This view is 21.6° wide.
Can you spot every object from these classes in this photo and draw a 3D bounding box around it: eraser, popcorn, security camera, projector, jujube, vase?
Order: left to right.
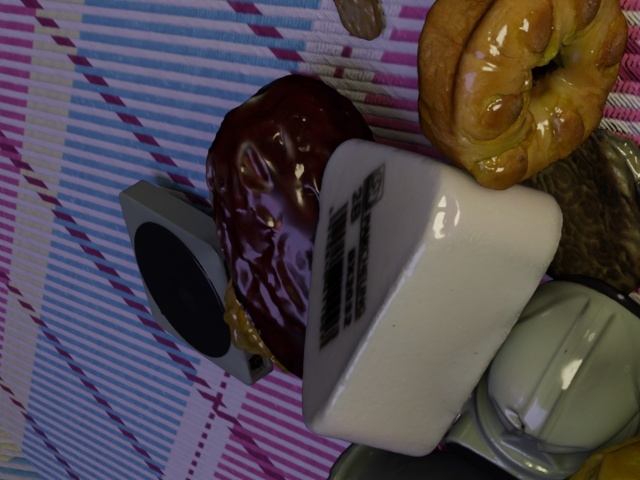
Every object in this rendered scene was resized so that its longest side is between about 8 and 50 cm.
[{"bbox_3d":[-0.179,0.057,2.477,0.259,0.079,0.257,28,140,43],"label":"projector"},{"bbox_3d":[-0.054,0.098,2.259,0.170,0.180,0.180,-41,80,23],"label":"popcorn"},{"bbox_3d":[0.000,0.000,1.958,0.258,0.258,0.377,-6,117,60],"label":"jujube"},{"bbox_3d":[0.090,0.016,1.721,0.149,0.331,0.331,16,158,-17],"label":"eraser"},{"bbox_3d":[0.173,0.351,2.074,0.291,0.245,0.245,-7,113,53],"label":"vase"},{"bbox_3d":[0.247,0.146,1.701,0.197,0.191,0.277,33,162,15],"label":"security camera"}]

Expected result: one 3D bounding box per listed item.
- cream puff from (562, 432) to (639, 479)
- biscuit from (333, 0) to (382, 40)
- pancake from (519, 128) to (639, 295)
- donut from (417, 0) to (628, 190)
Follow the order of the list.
[{"bbox_3d":[0.353,0.315,1.579,0.274,0.323,0.270,101,150,-44],"label":"cream puff"},{"bbox_3d":[0.032,-0.286,1.845,0.071,0.018,0.147,16,130,49],"label":"biscuit"},{"bbox_3d":[0.237,-0.069,1.726,0.288,0.033,0.286,0,117,58],"label":"pancake"},{"bbox_3d":[0.182,-0.160,1.522,0.114,0.226,0.227,33,144,38],"label":"donut"}]
